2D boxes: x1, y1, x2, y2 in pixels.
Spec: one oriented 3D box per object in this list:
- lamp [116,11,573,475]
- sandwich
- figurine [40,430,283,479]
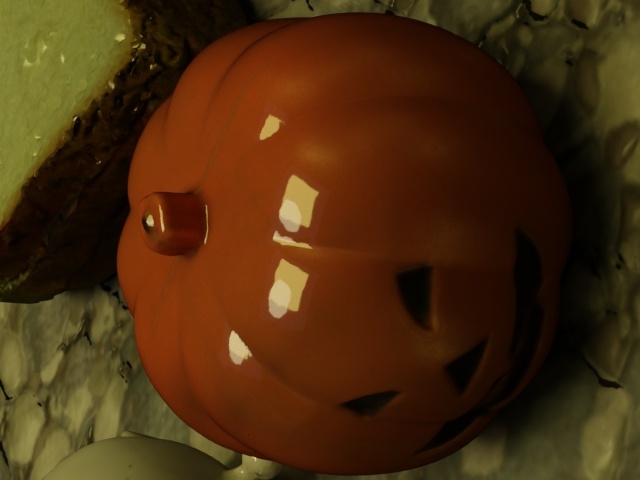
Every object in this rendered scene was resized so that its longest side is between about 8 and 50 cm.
[{"bbox_3d":[0.000,0.000,0.687,0.187,0.164,0.188,-13,73,51],"label":"lamp"},{"bbox_3d":[-0.156,-0.132,0.991,0.271,0.099,0.301,-49,50,45],"label":"sandwich"},{"bbox_3d":[-0.116,0.184,0.795,0.182,0.144,0.257,32,77,12],"label":"figurine"}]
